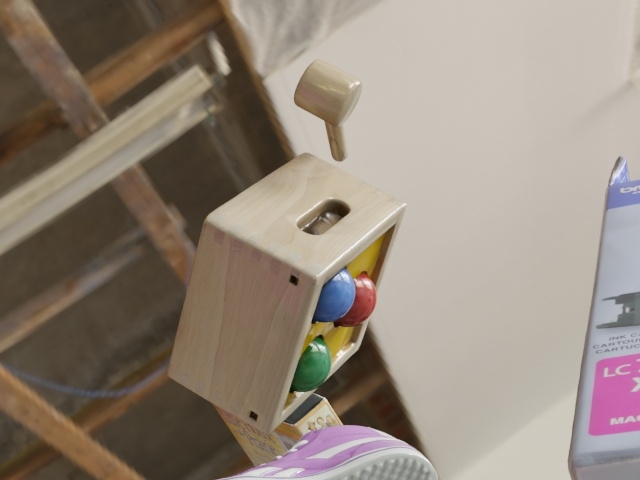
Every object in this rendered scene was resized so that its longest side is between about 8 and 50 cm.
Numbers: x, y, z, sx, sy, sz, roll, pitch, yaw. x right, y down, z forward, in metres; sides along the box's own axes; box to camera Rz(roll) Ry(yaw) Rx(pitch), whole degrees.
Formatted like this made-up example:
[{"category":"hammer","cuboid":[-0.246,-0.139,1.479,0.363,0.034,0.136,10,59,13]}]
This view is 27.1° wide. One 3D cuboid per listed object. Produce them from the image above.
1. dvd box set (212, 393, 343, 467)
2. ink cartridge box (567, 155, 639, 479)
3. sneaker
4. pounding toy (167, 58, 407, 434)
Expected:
[{"category":"dvd box set","cuboid":[0.024,0.372,1.835,0.062,0.420,0.307,-39,18,-21]},{"category":"ink cartridge box","cuboid":[0.160,0.089,0.551,0.065,0.186,0.311,-13,17,17]},{"category":"sneaker","cuboid":[-0.039,0.253,1.312,0.282,0.102,0.161,-9,11,-13]},{"category":"pounding toy","cuboid":[0.006,-0.008,0.864,0.181,0.094,0.206,-38,-29,-53]}]
